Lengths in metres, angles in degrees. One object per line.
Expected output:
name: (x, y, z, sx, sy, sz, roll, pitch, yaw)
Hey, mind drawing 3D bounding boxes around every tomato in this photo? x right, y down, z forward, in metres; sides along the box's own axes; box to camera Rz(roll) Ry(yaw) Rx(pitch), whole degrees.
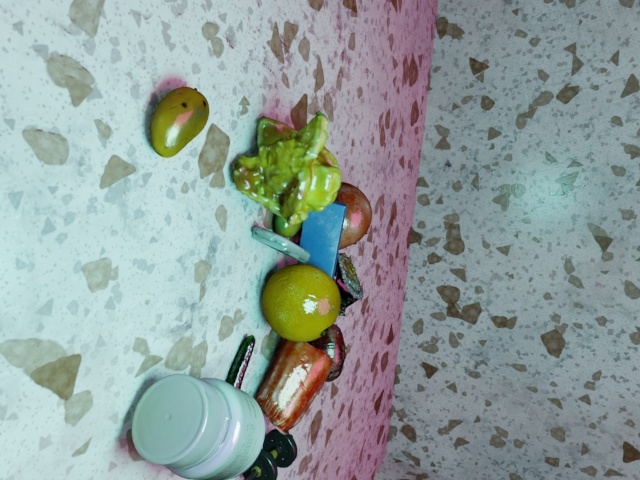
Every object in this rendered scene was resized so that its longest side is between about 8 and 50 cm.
tomato: (0.056, -0.097, 1.698, 0.265, 0.265, 0.264, -36, 130, -57)

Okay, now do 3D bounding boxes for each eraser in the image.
eraser: (0.000, 0.000, 1.592, 0.042, 0.144, 0.311, -53, 155, -60)

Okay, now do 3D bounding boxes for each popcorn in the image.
popcorn: (-0.081, -0.226, 1.365, 0.321, 0.325, 0.290, -39, 161, 7)

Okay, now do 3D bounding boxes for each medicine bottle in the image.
medicine bottle: (-0.300, 0.471, 1.151, 0.241, 0.241, 0.302, -69, 154, -23)

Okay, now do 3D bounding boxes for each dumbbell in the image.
dumbbell: (-0.183, 0.788, 1.644, 0.325, 0.143, 0.143, -11, 109, -64)

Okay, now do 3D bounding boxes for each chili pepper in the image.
chili pepper: (-0.114, 0.518, 1.653, 0.305, 0.229, 0.251, -53, 176, -21)

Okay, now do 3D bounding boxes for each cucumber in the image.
cucumber: (-0.256, 0.403, 1.447, 0.052, 0.058, 0.214, 29, 65, -28)

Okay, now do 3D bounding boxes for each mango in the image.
mango: (-0.320, -0.272, 1.022, 0.178, 0.090, 0.115, -56, 154, -29)
mango: (-0.096, -0.088, 1.576, 0.191, 0.086, 0.122, -55, 144, -40)

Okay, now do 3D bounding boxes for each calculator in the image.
calculator: (-0.127, 0.016, 1.485, 0.045, 0.141, 0.246, -65, 153, -5)

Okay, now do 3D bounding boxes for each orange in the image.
orange: (-0.066, 0.212, 1.543, 0.274, 0.274, 0.274, -36, 130, -57)

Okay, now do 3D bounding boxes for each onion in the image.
onion: (0.018, 0.469, 1.909, 0.246, 0.190, 0.246, -3, 90, -83)

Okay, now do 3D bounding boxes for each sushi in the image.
sushi: (0.036, 0.171, 1.799, 0.225, 0.219, 0.238, 43, 38, -40)

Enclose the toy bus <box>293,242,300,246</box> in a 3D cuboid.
toy bus: (-0.082, 0.030, 1.692, 0.131, 0.052, 0.036, -1, 108, -63)
